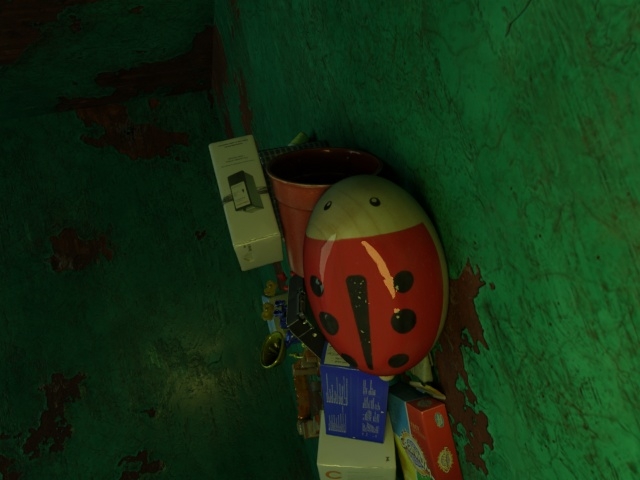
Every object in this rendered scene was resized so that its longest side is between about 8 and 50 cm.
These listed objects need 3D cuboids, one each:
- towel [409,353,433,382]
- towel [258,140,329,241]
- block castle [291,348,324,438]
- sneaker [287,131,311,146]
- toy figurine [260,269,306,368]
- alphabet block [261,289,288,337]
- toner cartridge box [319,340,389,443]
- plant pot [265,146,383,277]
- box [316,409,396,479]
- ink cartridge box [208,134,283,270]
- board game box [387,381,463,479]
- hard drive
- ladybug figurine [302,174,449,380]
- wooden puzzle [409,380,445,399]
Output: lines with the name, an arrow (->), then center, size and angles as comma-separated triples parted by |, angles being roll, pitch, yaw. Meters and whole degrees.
towel -> 0.188, 0.157, 1.244 | 0.312, 0.056, 0.324 | -158, 58, -67
towel -> -0.065, -0.151, 1.501 | 0.121, 0.235, 0.284 | 178, 78, -68
block castle -> 0.052, 0.512, 1.721 | 0.453, 0.212, 0.303 | 118, 148, -58
sneaker -> -0.058, -0.298, 1.662 | 0.081, 0.094, 0.208 | 29, 173, 6
toy figurine -> -0.077, 0.307, 1.720 | 0.217, 0.191, 0.363 | 58, -153, -46
alphabet block -> -0.140, 0.322, 2.226 | 0.192, 0.197, 0.194 | 179, 78, -75
toner cartridge box -> 0.092, 0.397, 1.260 | 0.075, 0.165, 0.348 | -73, -15, -45
plant pot -> 0.013, -0.060, 1.201 | 0.272, 0.272, 0.265 | -130, 33, -57
box -> 0.115, 0.675, 1.476 | 0.168, 0.214, 0.345 | -84, -9, -48
ink cartridge box -> -0.190, -0.092, 1.289 | 0.211, 0.121, 0.289 | 95, 160, -70
board game box -> 0.267, 0.545, 1.246 | 0.242, 0.064, 0.317 | 164, 92, -75
hard drive -> 0.036, 0.264, 1.382 | 0.339, 0.064, 0.237 | 48, -164, -22
ladybug figurine -> 0.102, 0.096, 0.999 | 0.162, 0.305, 0.450 | -44, -57, -63
wooden puzzle -> 0.253, 0.350, 1.158 | 0.014, 0.078, 0.116 | -62, 12, -18
